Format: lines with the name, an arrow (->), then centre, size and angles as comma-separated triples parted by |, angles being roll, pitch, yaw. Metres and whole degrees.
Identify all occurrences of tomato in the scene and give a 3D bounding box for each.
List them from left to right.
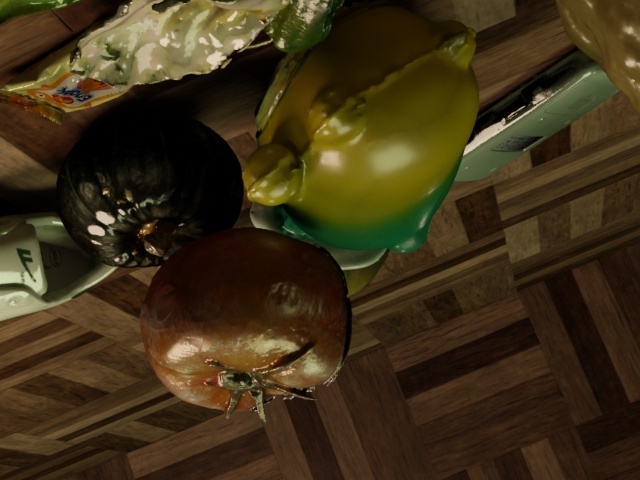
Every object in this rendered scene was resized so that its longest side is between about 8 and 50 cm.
tomato -> -0.095, 0.078, 1.353 | 0.155, 0.180, 0.214 | 16, 147, -40

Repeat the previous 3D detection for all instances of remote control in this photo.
remote control -> 0.279, -0.167, 1.817 | 0.296, 0.056, 0.140 | -35, 162, 36

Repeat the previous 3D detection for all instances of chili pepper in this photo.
chili pepper -> -0.013, -0.217, 1.237 | 0.072, 0.073, 0.204 | -29, 172, -31

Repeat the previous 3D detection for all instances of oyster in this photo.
oyster -> -0.122, -0.195, 1.156 | 0.209, 0.072, 0.133 | -28, 152, 33

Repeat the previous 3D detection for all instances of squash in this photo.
squash -> -0.177, -0.049, 1.423 | 0.193, 0.156, 0.193 | -29, 163, -10

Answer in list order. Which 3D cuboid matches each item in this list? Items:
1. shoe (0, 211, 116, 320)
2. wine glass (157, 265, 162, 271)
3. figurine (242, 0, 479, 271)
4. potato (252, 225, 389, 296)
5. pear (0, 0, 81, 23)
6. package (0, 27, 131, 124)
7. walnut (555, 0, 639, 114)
shoe -> -0.375, 0.038, 1.443 | 0.363, 0.131, 0.160 | -12, 180, -43
wine glass -> -0.150, 0.076, 1.896 | 0.165, 0.165, 0.196 | -21, 160, -1
figurine -> 0.045, -0.101, 1.403 | 0.324, 0.231, 0.340 | -33, 169, -19
potato -> 0.000, 0.000, 1.843 | 0.143, 0.169, 0.248 | 14, -169, 35
pear -> -0.168, -0.232, 0.810 | 0.255, 0.164, 0.238 | -29, 174, 43
package -> -0.223, -0.148, 1.247 | 0.121, 0.031, 0.108 | -26, 163, 18
walnut -> 0.363, -0.234, 1.260 | 0.253, 0.277, 0.282 | -45, 170, 14
